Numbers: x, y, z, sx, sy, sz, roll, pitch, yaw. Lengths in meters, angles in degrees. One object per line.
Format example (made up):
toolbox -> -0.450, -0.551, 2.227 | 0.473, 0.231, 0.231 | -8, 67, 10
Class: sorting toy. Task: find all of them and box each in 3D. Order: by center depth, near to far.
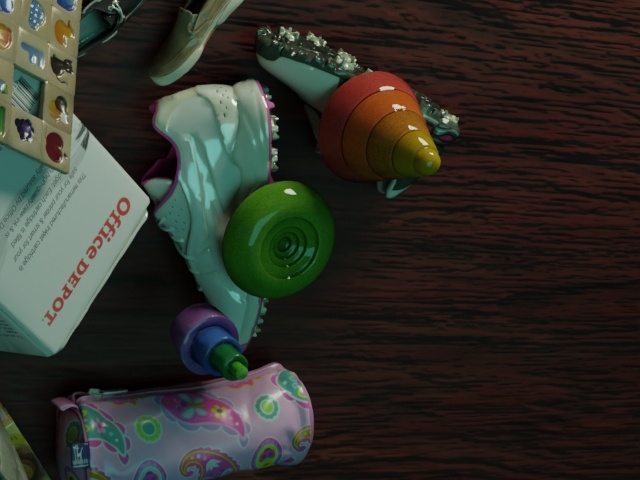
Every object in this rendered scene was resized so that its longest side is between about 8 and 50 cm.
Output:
sorting toy -> 0.000, 0.000, 1.616 | 0.365, 0.126, 0.127 | -50, 128, -3

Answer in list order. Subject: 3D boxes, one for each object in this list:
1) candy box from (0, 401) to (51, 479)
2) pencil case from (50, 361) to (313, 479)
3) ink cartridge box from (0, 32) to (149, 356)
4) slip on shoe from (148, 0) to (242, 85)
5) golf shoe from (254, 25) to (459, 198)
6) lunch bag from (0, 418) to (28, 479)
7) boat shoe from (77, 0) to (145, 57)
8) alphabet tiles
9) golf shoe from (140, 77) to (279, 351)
candy box -> -0.385, 0.266, 1.700 | 0.186, 0.053, 0.109 | -33, 124, -14
pencil case -> -0.151, 0.206, 1.765 | 0.284, 0.124, 0.124 | -6, 115, -26
ink cartridge box -> -0.314, -0.048, 1.516 | 0.273, 0.114, 0.197 | 50, 57, -35
slip on shoe -> -0.130, -0.216, 1.622 | 0.135, 0.051, 0.041 | -49, 132, -5
golf shoe -> 0.027, -0.133, 1.722 | 0.273, 0.105, 0.120 | 26, 103, -35
lunch bag -> -0.409, 0.148, 1.518 | 0.169, 0.235, 0.287 | -34, 125, -6
boat shoe -> -0.214, -0.217, 1.582 | 0.125, 0.038, 0.046 | -33, 124, -13
alphabet tiles -> -0.287, -0.200, 1.456 | 0.198, 0.009, 0.237 | 28, 56, -50
golf shoe -> -0.120, -0.023, 1.698 | 0.140, 0.115, 0.306 | -2, 111, -12
